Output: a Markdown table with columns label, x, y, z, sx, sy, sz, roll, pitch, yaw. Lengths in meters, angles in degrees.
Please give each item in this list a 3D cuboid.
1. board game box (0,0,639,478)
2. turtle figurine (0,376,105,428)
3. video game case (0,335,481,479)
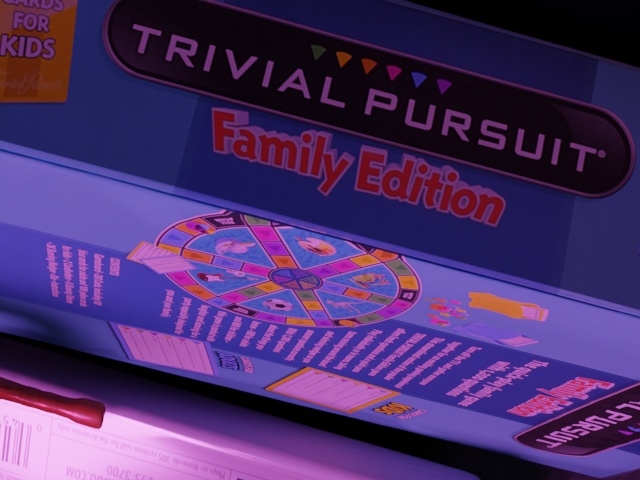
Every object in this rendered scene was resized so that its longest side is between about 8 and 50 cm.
| label | x | y | z | sx | sy | sz | roll | pitch | yaw |
| --- | --- | --- | --- | --- | --- | --- | --- | --- | --- |
| board game box | 0.000 | 0.000 | 0.477 | 0.336 | 0.079 | 0.254 | 14 | 162 | -6 |
| turtle figurine | -0.203 | 0.085 | 0.465 | 0.269 | 0.217 | 0.087 | 26 | 144 | -28 |
| video game case | -0.112 | 0.199 | 0.657 | 0.329 | 0.036 | 0.300 | 15 | 115 | 6 |
